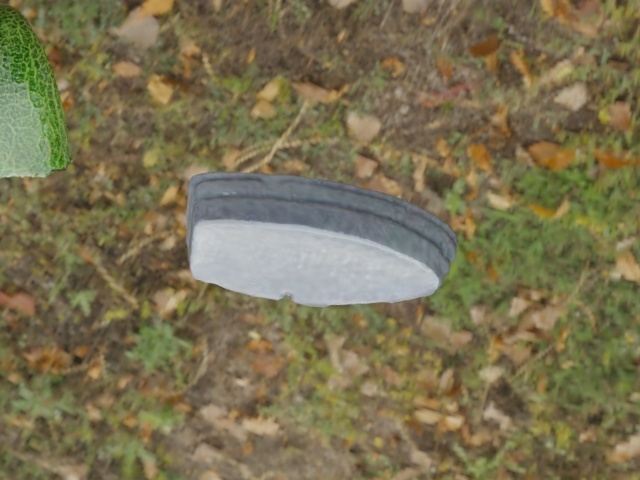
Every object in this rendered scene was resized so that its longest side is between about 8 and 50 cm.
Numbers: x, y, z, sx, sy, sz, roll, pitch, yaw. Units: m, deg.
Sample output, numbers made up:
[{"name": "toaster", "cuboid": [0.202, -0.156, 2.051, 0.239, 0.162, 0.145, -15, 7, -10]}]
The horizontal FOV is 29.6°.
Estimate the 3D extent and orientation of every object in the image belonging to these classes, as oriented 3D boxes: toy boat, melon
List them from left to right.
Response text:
[{"name": "melon", "cuboid": [-0.392, -0.169, 1.269, 0.265, 0.129, 0.169, 23, 118, 36]}, {"name": "toy boat", "cuboid": [0.000, 0.000, 1.232, 0.283, 0.078, 0.127, 8, 136, -1]}]
